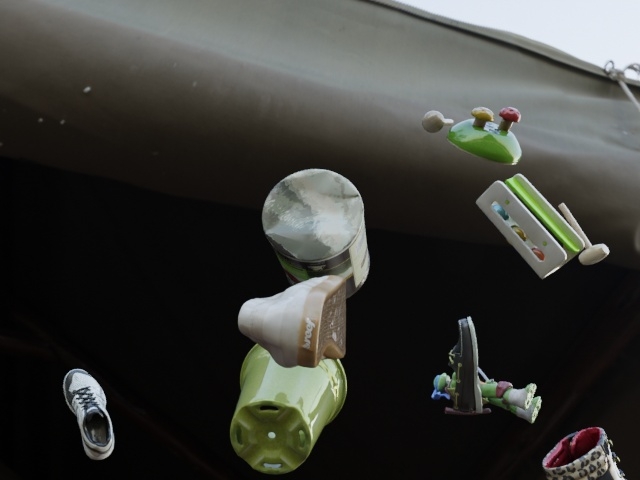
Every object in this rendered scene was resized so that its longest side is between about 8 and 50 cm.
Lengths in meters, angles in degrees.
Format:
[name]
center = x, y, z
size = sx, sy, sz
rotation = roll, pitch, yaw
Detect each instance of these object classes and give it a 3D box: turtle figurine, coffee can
[turtle figurine]
center = 0.457, 0.362, 1.534
size = 0.267, 0.275, 0.197
rotation = 14, -61, 39
[coffee can]
center = 0.000, 0.000, 1.227
size = 0.202, 0.201, 0.275
rotation = -3, -24, 6

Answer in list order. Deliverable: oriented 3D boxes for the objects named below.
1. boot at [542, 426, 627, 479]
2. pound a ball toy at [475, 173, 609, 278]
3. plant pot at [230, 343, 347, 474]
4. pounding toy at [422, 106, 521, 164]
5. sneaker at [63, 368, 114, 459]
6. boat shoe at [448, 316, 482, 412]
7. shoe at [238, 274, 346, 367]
[boot]
center = 0.679, 0.561, 1.284
size = 0.378, 0.284, 0.138
rotation = -22, -7, -24
[pound a ball toy]
center = 0.600, -0.027, 1.566
size = 0.319, 0.208, 0.135
rotation = 54, -44, 18
[plant pot]
center = -0.089, 0.390, 1.323
size = 0.276, 0.254, 0.275
rotation = 2, -76, 9
[pounding toy]
center = 0.382, -0.278, 1.356
size = 0.237, 0.183, 0.110
rotation = 33, -58, 27
[sneaker]
center = -0.198, 0.146, 0.495
size = 0.032, 0.083, 0.037
rotation = -19, -21, -34
[boat shoe]
center = 0.328, 0.288, 1.306
size = 0.069, 0.081, 0.227
rotation = -5, -83, 15
[shoe]
center = -0.012, 0.065, 0.482
size = 0.059, 0.219, 0.076
rotation = 2, -97, 9
